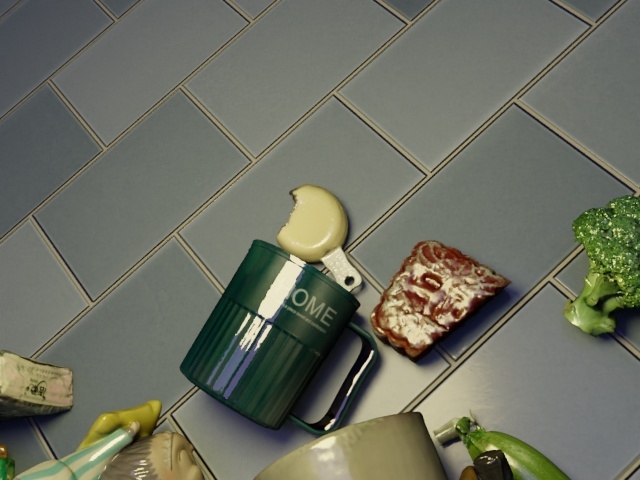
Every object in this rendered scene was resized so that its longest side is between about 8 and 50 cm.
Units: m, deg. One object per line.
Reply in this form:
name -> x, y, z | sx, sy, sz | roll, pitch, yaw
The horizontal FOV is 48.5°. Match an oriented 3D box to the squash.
squash -> 0.381, 0.430, 1.185 | 0.378, 0.101, 0.101 | 38, 82, 26

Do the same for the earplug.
earplug -> 0.099, 0.510, 1.118 | 0.312, 0.313, 0.394 | -26, 64, 4

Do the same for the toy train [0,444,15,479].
toy train -> -0.705, 0.579, 1.376 | 0.178, 0.249, 0.429 | 7, 42, -27

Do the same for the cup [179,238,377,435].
cup -> -0.080, 0.199, 1.374 | 0.242, 0.308, 0.292 | 16, 70, 56

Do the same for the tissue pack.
tissue pack -> -0.736, 0.326, 1.475 | 0.361, 0.259, 0.122 | -14, 71, 12

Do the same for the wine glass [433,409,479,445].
wine glass -> 0.246, 0.340, 1.296 | 0.083, 0.042, 0.039 | -28, 33, 5

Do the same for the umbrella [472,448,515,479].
umbrella -> 0.323, 0.484, 1.117 | 0.154, 0.128, 0.337 | -38, 81, 45

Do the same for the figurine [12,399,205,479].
figurine -> -0.319, 0.505, 1.219 | 0.377, 0.361, 0.266 | 39, 120, 22

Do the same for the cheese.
cheese -> 0.017, -0.011, 1.499 | 0.248, 0.071, 0.163 | 33, 81, 26

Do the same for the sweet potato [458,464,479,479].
sweet potato -> 0.281, 0.481, 1.218 | 0.053, 0.054, 0.182 | -33, 64, 11

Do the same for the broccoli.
broccoli -> 0.536, 0.054, 1.239 | 0.270, 0.270, 0.270 | 51, 118, 28

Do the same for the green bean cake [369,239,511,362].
green bean cake -> 0.221, 0.124, 1.366 | 0.198, 0.097, 0.233 | 34, 79, 26
